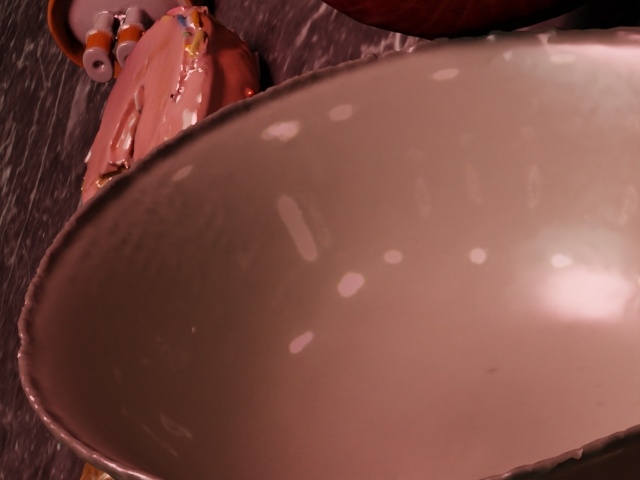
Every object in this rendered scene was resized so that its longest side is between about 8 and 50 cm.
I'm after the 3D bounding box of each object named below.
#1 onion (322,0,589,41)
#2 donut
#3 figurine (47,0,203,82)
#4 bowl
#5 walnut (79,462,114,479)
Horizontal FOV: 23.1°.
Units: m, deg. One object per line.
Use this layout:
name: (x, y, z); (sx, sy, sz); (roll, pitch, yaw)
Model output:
onion: (0.079, -0.194, 0.740); (0.248, 0.248, 0.161); (-43, 46, 47)
donut: (-0.115, -0.091, 1.274); (0.233, 0.085, 0.199); (17, 90, 66)
figurine: (-0.177, -0.247, 1.456); (0.143, 0.143, 0.271); (-44, 37, 46)
bowl: (0.057, 0.051, 0.653); (0.337, 0.337, 0.157); (-121, 13, -59)
walnut: (-0.133, 0.178, 1.134); (0.079, 0.082, 0.096); (55, 125, 27)
